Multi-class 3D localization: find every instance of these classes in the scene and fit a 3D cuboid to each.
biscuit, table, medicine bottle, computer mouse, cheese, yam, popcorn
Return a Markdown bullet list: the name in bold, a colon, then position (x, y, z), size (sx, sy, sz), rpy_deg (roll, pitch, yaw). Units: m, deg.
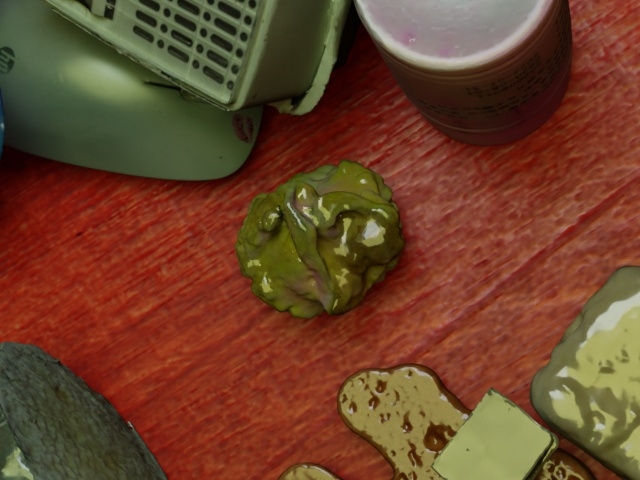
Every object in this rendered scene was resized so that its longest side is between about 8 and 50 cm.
- **biscuit**: position (0.127, 0.245, 1.112), size (0.334, 0.047, 0.202), rpy_deg (31, 89, 18)
- **table**: position (0.139, 0.166, 1.054), size (0.062, 0.083, 0.079), rpy_deg (38, 91, 18)
- **medicine bottle**: position (0.120, -0.172, 1.070), size (0.152, 0.254, 0.152), rpy_deg (-2, 81, 12)
- **computer mouse**: position (-0.193, -0.144, 1.213), size (0.288, 0.097, 0.159), rpy_deg (10, 87, 16)
- **cheese**: position (0.307, 0.140, 1.066), size (0.263, 0.093, 0.159), rpy_deg (35, 93, 14)
- **yam**: position (-0.312, 0.245, 1.130), size (0.348, 0.241, 0.241), rpy_deg (-28, 76, 9)
- **popcorn**: position (0.000, 0.000, 1.147), size (0.145, 0.126, 0.126), rpy_deg (-9, 105, -5)

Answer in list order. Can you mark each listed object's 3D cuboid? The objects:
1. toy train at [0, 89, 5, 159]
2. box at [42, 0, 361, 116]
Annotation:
- **toy train**: position (-0.398, -0.134, 1.180), size (0.188, 0.265, 0.300), rpy_deg (-6, 76, -33)
- **box**: position (-0.093, -0.245, 1.091), size (0.290, 0.166, 0.221), rpy_deg (33, 122, 24)
